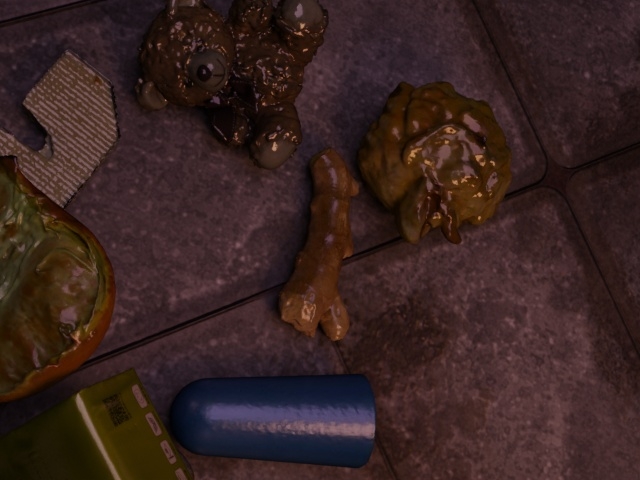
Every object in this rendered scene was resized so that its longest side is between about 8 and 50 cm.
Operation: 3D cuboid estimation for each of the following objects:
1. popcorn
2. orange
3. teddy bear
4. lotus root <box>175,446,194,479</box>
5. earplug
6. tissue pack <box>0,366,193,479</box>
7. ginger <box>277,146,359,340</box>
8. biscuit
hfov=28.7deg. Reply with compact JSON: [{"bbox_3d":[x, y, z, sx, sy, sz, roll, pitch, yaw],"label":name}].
[{"bbox_3d":[0.179,-0.119,1.891,0.233,0.192,0.266,15,65,-18],"label":"popcorn"},{"bbox_3d":[-0.418,0.057,1.579,0.334,0.196,0.262,35,67,7],"label":"orange"},{"bbox_3d":[-0.139,-0.258,1.822,0.256,0.156,0.267,12,100,-24],"label":"teddy bear"},{"bbox_3d":[-0.231,0.295,1.661,0.165,0.088,0.088,42,63,4],"label":"lotus root"},{"bbox_3d":[-0.072,0.244,1.719,0.273,0.132,0.132,4,73,-18],"label":"earplug"},{"bbox_3d":[-0.273,0.331,1.544,0.275,0.200,0.167,62,22,5],"label":"tissue pack"},{"bbox_3d":[0.002,-0.001,1.852,0.118,0.065,0.299,18,69,-32],"label":"ginger"},{"bbox_3d":[-0.374,-0.139,1.746,0.147,0.046,0.250,36,65,-8],"label":"biscuit"}]
